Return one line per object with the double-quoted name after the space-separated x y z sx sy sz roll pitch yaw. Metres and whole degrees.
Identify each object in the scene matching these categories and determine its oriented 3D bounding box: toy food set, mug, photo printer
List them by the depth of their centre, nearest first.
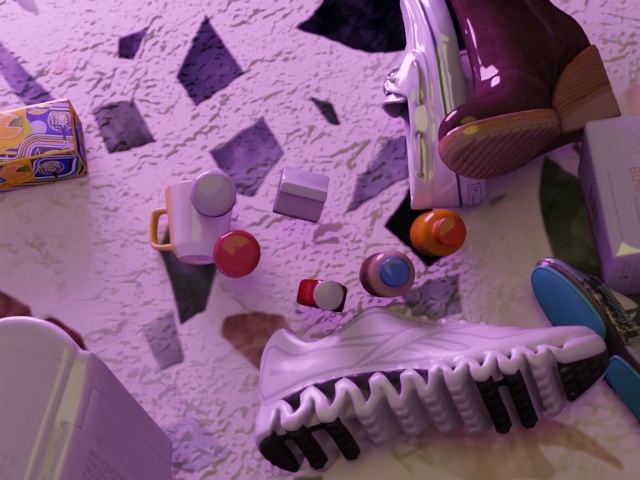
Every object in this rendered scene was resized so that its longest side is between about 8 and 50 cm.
-0.198 0.220 0.999 0.107 0.307 0.256 11 70 12 "photo printer"
0.000 0.000 1.162 0.232 0.104 0.111 15 87 -4 "toy food set"
-0.111 -0.012 1.241 0.062 0.078 0.064 8 72 -26 "mug"

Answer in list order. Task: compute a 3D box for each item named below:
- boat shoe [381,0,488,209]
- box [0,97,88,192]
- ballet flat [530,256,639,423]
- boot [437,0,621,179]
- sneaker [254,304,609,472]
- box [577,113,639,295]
0.090 -0.134 1.253 0.075 0.083 0.226 -11 66 0 "boat shoe"
-0.304 -0.079 1.285 0.169 0.054 0.059 -12 65 1 "box"
0.250 0.085 1.158 0.070 0.070 0.188 -32 68 -9 "ballet flat"
0.141 -0.166 1.204 0.248 0.090 0.207 -17 72 -47 "boot"
0.085 0.100 1.137 0.292 0.110 0.118 -11 53 6 "sneaker"
0.316 -0.036 1.181 0.170 0.091 0.130 -7 65 3 "box"
